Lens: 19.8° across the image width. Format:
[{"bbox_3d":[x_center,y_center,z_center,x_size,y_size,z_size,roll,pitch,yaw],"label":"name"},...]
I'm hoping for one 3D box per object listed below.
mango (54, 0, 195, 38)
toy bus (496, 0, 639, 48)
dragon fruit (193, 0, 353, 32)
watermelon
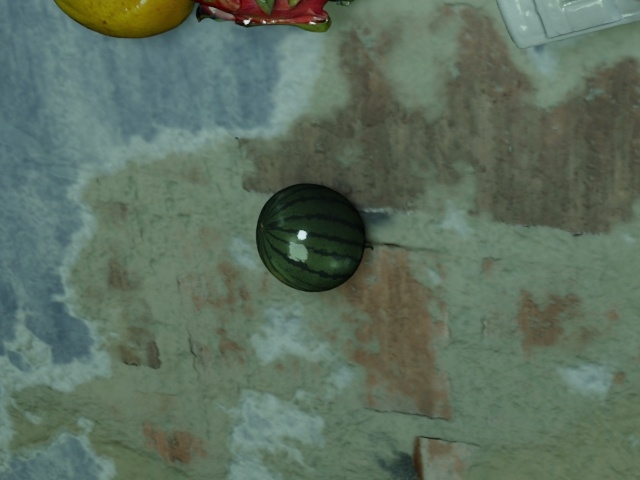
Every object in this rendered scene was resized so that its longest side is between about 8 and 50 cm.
[{"bbox_3d":[-0.180,-0.237,1.692,0.165,0.089,0.115,-20,113,36],"label":"mango"},{"bbox_3d":[0.266,-0.227,1.493,0.268,0.106,0.092,-11,117,29],"label":"toy bus"},{"bbox_3d":[-0.043,-0.248,1.579,0.172,0.160,0.166,19,138,-3],"label":"dragon fruit"},{"bbox_3d":[0.000,0.000,1.783,0.133,0.105,0.105,15,141,-36],"label":"watermelon"}]
